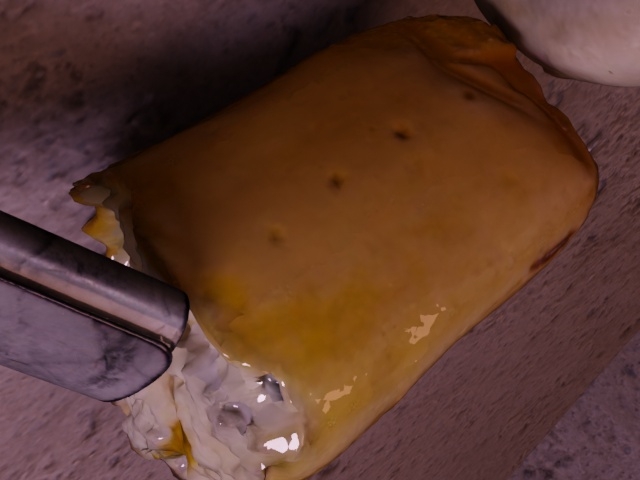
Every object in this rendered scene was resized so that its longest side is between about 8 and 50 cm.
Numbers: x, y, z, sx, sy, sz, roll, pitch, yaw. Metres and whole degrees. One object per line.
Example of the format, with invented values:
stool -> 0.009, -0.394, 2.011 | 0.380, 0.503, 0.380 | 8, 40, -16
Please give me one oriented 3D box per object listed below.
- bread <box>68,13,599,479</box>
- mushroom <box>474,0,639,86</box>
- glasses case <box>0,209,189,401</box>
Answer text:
bread -> 0.000, 0.000, 0.809 | 0.394, 0.250, 0.361 | -38, 173, -24
mushroom -> 0.180, -0.277, 0.734 | 0.336, 0.314, 0.314 | 19, 112, -33
glasses case -> -0.217, 0.003, 0.523 | 0.299, 0.060, 0.114 | 26, 145, -29
